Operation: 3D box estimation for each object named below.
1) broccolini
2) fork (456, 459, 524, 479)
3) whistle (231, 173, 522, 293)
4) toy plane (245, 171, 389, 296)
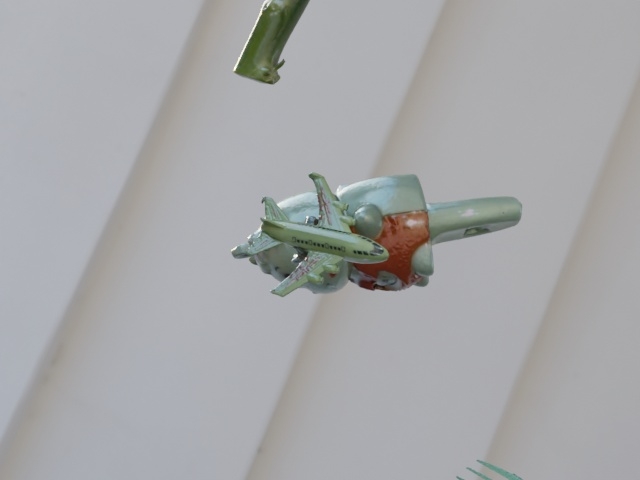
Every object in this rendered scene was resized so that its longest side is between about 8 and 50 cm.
[{"bbox_3d":[0.056,-0.290,1.156,0.074,0.392,0.079,34,11,18],"label":"broccolini"},{"bbox_3d":[0.198,0.241,1.042,0.235,0.039,0.021,41,-43,21],"label":"fork"},{"bbox_3d":[0.049,-0.005,1.220,0.253,0.106,0.102,-9,15,-5],"label":"whistle"},{"bbox_3d":[0.000,0.000,1.077,0.111,0.102,0.040,15,-13,12],"label":"toy plane"}]
